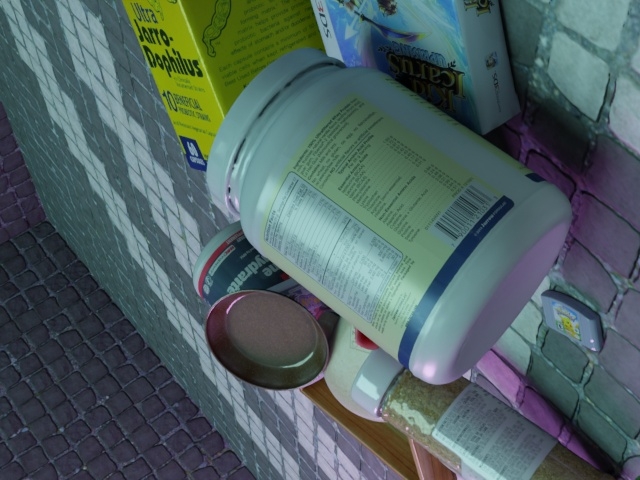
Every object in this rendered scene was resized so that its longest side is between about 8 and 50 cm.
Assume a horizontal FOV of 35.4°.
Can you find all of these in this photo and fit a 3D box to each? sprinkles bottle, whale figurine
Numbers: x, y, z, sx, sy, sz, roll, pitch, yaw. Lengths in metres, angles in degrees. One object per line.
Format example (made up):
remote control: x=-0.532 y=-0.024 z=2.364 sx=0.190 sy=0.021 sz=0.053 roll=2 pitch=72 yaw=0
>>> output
sprinkles bottle: x=0.212 y=0.263 z=1.346 sx=0.355 sy=0.121 sz=0.121 roll=34 pitch=152 yaw=21
whale figurine: x=0.099 y=0.138 z=1.538 sx=0.216 sy=0.141 sz=0.272 roll=11 pitch=111 yaw=34

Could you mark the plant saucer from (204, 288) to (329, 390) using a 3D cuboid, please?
plant saucer: x=-0.080 y=0.146 z=1.543 sx=0.199 sy=0.036 sz=0.198 roll=8 pitch=126 yaw=11

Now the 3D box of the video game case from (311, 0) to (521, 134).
video game case: x=0.080 y=-0.258 z=1.069 sx=0.269 sy=0.061 sz=0.244 roll=30 pitch=148 yaw=50

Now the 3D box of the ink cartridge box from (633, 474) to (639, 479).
ink cartridge box: x=0.383 y=0.220 z=0.770 sx=0.211 sy=0.289 sz=0.121 roll=56 pitch=156 yaw=3

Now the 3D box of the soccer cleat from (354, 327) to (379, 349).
soccer cleat: x=0.129 y=0.049 z=1.252 sx=0.109 sy=0.116 sz=0.318 roll=23 pitch=153 yaw=-14

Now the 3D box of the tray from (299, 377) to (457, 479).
tray: x=0.076 y=0.285 z=1.846 sx=0.411 sy=0.076 sz=0.202 roll=31 pitch=147 yaw=47

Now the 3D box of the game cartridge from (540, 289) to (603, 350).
game cartridge: x=0.291 y=0.090 z=1.168 sx=0.083 sy=0.017 sz=0.056 roll=29 pitch=142 yaw=50

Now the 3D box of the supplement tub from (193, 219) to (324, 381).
supplement tub: x=-0.079 y=0.105 z=1.761 sx=0.272 sy=0.191 sz=0.191 roll=45 pitch=156 yaw=28

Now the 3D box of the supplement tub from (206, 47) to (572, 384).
supplement tub: x=0.066 y=-0.033 z=1.039 sx=0.325 sy=0.235 sz=0.235 roll=37 pitch=153 yaw=20

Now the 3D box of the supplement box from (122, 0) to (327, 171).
supplement box: x=-0.109 y=-0.271 z=1.259 sx=0.194 sy=0.195 sz=0.356 roll=22 pitch=137 yaw=57

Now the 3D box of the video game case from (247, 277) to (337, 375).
video game case: x=0.004 y=0.128 z=1.602 sx=0.023 sy=0.201 sz=0.183 roll=-124 pitch=11 yaw=-61
